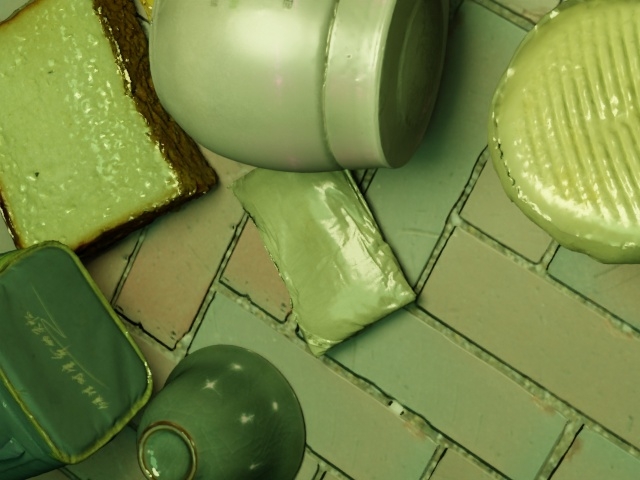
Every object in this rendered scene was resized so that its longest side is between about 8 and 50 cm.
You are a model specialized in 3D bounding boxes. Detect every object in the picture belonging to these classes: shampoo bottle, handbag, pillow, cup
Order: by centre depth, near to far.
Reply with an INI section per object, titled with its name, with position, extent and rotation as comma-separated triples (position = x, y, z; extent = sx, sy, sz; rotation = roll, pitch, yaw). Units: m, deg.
[shampoo bottle]
position = -0.014, -0.204, 1.636
extent = 0.266, 0.273, 0.273
rotation = 9, 102, 19
[pillow]
position = 0.000, 0.000, 1.789
extent = 0.148, 0.050, 0.229
rotation = -30, 84, 21
[cup]
position = -0.138, 0.229, 1.835
extent = 0.199, 0.150, 0.199
rotation = 4, 99, 26
[handbag]
position = -0.363, 0.150, 1.868
extent = 0.241, 0.222, 0.263
rotation = -21, 103, 41

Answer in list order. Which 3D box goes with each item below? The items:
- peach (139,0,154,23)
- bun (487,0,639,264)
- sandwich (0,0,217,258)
[peach]
position = -0.155, -0.284, 1.787
extent = 0.151, 0.118, 0.151
rotation = 31, 147, 23
[bun]
position = 0.303, -0.100, 1.549
extent = 0.287, 0.146, 0.287
rotation = -7, 65, 15
[sandwich]
position = -0.290, -0.138, 1.886
extent = 0.271, 0.099, 0.301
rotation = -24, 90, 32
